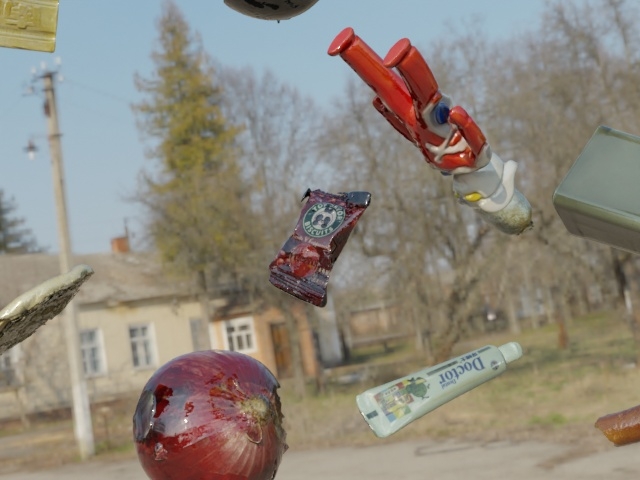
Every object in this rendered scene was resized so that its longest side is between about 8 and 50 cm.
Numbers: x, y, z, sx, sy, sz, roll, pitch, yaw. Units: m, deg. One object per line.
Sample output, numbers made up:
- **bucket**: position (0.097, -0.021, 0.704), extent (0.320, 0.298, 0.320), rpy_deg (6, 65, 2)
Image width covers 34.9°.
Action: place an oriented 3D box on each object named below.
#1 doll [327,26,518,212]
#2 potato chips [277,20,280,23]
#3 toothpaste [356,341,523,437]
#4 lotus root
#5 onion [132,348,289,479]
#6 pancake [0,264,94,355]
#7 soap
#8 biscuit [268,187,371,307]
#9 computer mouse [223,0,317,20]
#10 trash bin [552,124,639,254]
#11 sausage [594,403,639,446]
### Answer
- **doll**: position (0.169, -0.163, 1.486), extent (0.384, 0.099, 0.188), rpy_deg (40, -9, -36)
- **potato chips**: position (-0.074, -0.559, 2.188), extent (0.092, 0.207, 0.028), rpy_deg (-18, -30, 17)
- **toothpaste**: position (0.166, 0.188, 1.349), extent (0.255, 0.067, 0.037), rpy_deg (-20, -29, -25)
- **lotus root**: position (0.320, -0.070, 1.859), extent (0.088, 0.165, 0.088), rpy_deg (-49, -14, -16)
- **onion**: position (-0.230, 0.387, 2.081), extent (0.341, 0.341, 0.341), rpy_deg (-9, -6, -1)
- **pancake**: position (-0.552, 0.139, 1.953), extent (0.282, 0.049, 0.282), rpy_deg (-40, -4, -3)
- **soap**: position (-0.482, -0.311, 1.366), extent (0.252, 0.092, 0.037), rpy_deg (3, 4, -21)
- **biscuit**: position (-0.005, -0.001, 1.930), extent (0.151, 0.235, 0.063), rpy_deg (18, -15, 35)
- **computer mouse**: position (-0.061, -0.467, 1.935), extent (0.264, 0.088, 0.147), rpy_deg (-30, 11, -30)
- **trash bin**: position (0.520, -0.065, 1.604), extent (0.240, 0.164, 0.122), rpy_deg (23, -18, 41)
- **sausage**: position (0.723, 0.349, 2.128), extent (0.302, 0.076, 0.103), rpy_deg (-29, 24, 12)
